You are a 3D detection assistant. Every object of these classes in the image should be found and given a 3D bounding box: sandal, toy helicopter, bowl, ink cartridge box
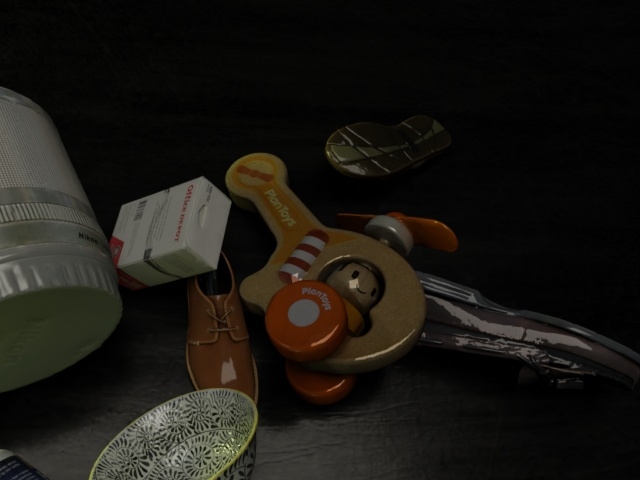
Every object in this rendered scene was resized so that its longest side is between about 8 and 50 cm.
[{"bbox_3d":[0.096,-0.127,0.933,0.219,0.060,0.090,-23,71,-38],"label":"sandal"},{"bbox_3d":[0.000,0.000,0.787,0.235,0.140,0.355,-29,53,-11],"label":"toy helicopter"},{"bbox_3d":[-0.128,0.228,0.638,0.170,0.170,0.080,-28,112,-25],"label":"bowl"},{"bbox_3d":[-0.177,-0.005,0.759,0.135,0.056,0.099,-14,52,31],"label":"ink cartridge box"}]

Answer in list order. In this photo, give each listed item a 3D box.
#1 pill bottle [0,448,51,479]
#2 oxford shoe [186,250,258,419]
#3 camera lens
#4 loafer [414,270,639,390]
[{"bbox_3d":[-0.290,0.253,0.600,0.169,0.094,0.094,32,59,9],"label":"pill bottle"},{"bbox_3d":[-0.116,0.101,0.739,0.076,0.076,0.212,-9,63,-18],"label":"oxford shoe"},{"bbox_3d":[-0.348,-0.007,0.675,0.219,0.219,0.274,-22,65,-22],"label":"camera lens"},{"bbox_3d":[0.220,0.128,0.781,0.303,0.109,0.095,20,75,10],"label":"loafer"}]
